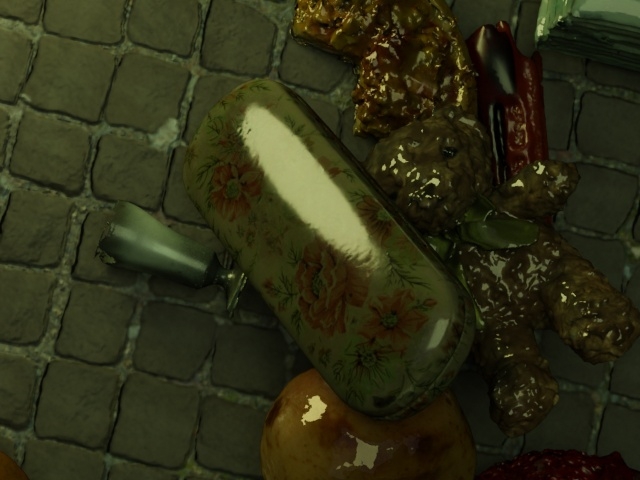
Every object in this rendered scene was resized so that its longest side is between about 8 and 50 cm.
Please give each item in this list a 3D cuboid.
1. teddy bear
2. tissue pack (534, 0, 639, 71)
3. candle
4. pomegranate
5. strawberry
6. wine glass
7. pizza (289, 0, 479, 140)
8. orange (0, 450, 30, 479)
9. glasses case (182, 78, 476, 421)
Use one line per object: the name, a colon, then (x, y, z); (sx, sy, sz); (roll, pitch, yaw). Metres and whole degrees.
teddy bear: (0.160, 0.012, 1.767); (0.246, 0.296, 0.222); (-41, 121, 11)
tissue pack: (0.406, -0.371, 1.939); (0.287, 0.162, 0.388); (12, 78, -6)
candle: (0.208, -0.089, 1.918); (0.084, 0.059, 0.302); (-6, 80, -2)
pomegranate: (0.045, 0.217, 1.760); (0.215, 0.215, 0.215); (1, 80, -7)
strawberry: (0.220, 0.294, 1.799); (0.201, 0.187, 0.184); (10, 44, 10)
wine glass: (-0.148, 0.018, 1.847); (0.155, 0.072, 0.072); (23, 78, -3)
pizza: (0.072, -0.207, 1.908); (0.161, 0.085, 0.305); (-29, 84, -10)
orange: (-0.354, 0.271, 1.753); (0.156, 0.124, 0.156); (0, 90, -22)
glasses case: (0.000, 0.000, 1.751); (0.156, 0.098, 0.425); (-49, 50, 12)
